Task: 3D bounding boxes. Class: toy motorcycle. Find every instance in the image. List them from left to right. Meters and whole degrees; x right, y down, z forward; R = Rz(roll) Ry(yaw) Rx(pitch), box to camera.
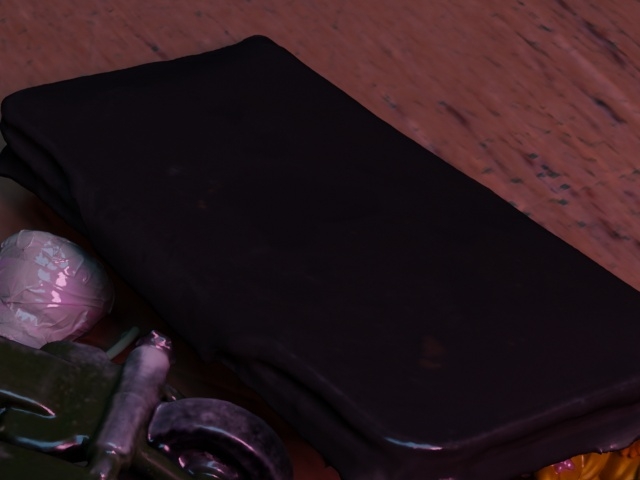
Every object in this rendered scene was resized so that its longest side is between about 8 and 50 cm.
[{"bbox_3d":[-0.128,0.132,0.797,0.275,0.127,0.205,18,43,2],"label":"toy motorcycle"}]

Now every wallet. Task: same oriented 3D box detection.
[{"bbox_3d":[0.000,0.000,0.887,0.197,0.051,0.377,-18,37,-33],"label":"wallet"}]

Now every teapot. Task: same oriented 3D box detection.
[{"bbox_3d":[-0.134,0.040,0.927,0.083,0.064,0.064,34,61,-13],"label":"teapot"}]

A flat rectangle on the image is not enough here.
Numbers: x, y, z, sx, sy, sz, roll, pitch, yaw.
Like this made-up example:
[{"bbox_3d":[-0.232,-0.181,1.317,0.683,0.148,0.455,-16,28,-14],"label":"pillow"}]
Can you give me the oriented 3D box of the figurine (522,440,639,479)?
[{"bbox_3d":[0.166,0.113,0.840,0.156,0.095,0.115,19,42,19],"label":"figurine"}]
